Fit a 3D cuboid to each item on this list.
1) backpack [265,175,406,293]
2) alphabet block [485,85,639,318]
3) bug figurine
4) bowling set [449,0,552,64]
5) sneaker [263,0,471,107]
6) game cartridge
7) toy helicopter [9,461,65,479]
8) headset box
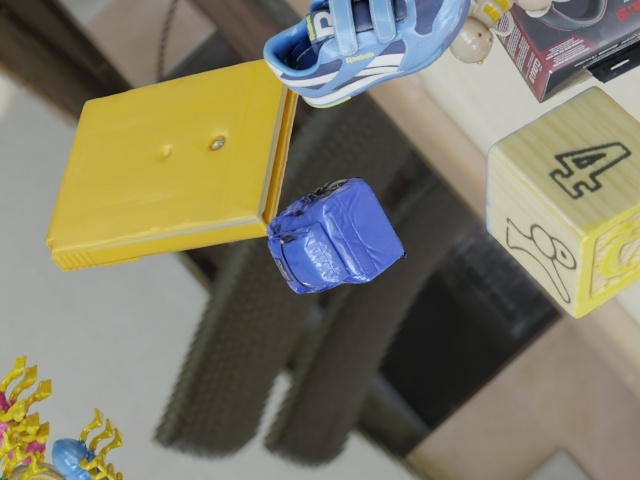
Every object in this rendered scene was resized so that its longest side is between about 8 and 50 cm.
[{"bbox_3d":[0.000,0.000,1.551,0.120,0.101,0.098,-11,105,58],"label":"backpack"},{"bbox_3d":[0.353,-0.051,2.162,0.197,0.193,0.192,49,162,31],"label":"alphabet block"},{"bbox_3d":[-0.233,0.228,1.406,0.216,0.072,0.279,53,-167,-27],"label":"bug figurine"},{"bbox_3d":[0.160,-0.276,1.389,0.200,0.154,0.287,12,157,44],"label":"bowling set"},{"bbox_3d":[0.027,-0.127,0.992,0.059,0.144,0.053,26,-132,-44],"label":"sneaker"},{"bbox_3d":[-0.194,-0.099,2.133,0.052,0.324,0.285,54,-145,-43],"label":"game cartridge"},{"bbox_3d":[-0.179,0.351,1.604,0.355,0.235,0.140,36,178,-10],"label":"toy helicopter"},{"bbox_3d":[0.335,-0.342,2.191,0.293,0.218,0.110,61,171,16],"label":"headset box"}]
